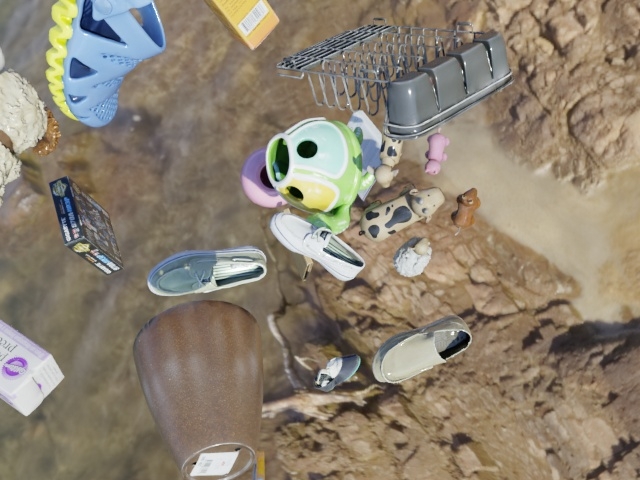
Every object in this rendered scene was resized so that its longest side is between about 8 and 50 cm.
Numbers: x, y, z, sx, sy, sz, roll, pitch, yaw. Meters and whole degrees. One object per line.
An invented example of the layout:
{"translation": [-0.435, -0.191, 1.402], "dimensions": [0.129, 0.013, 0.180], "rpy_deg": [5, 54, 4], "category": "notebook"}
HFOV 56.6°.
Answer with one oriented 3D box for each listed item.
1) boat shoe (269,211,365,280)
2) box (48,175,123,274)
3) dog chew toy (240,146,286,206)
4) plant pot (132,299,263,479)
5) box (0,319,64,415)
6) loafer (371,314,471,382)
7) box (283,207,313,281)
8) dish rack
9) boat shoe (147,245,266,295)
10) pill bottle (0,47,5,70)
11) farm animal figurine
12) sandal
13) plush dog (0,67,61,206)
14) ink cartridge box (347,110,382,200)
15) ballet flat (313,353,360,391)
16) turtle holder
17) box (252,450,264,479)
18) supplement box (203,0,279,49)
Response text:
{"translation": [0.000, 0.000, 1.286], "dimensions": [0.076, 0.226, 0.083], "rpy_deg": [-39, 24, 51], "category": "boat shoe"}
{"translation": [-0.563, -0.031, 1.441], "dimensions": [0.051, 0.220, 0.175], "rpy_deg": [-23, 68, -2], "category": "box"}
{"translation": [-0.176, -0.219, 2.081], "dimensions": [0.207, 0.332, 0.206], "rpy_deg": [0, 94, -7], "category": "dog chew toy"}
{"translation": [-0.178, 0.250, 0.933], "dimensions": [0.215, 0.215, 0.230], "rpy_deg": [-30, 43, 6], "category": "plant pot"}
{"translation": [-0.465, 0.097, 0.736], "dimensions": [0.324, 0.067, 0.063], "rpy_deg": [29, 56, 14], "category": "box"}
{"translation": [0.248, 0.260, 1.428], "dimensions": [0.269, 0.092, 0.101], "rpy_deg": [-27, 99, -13], "category": "loafer"}
{"translation": [-0.080, 0.017, 1.925], "dimensions": [0.021, 0.164, 0.201], "rpy_deg": [-20, 72, -15], "category": "box"}
{"translation": [0.084, -0.224, 0.772], "dimensions": [0.208, 0.074, 0.272], "rpy_deg": [-32, 37, -29], "category": "dish rack"}
{"translation": [-0.282, 0.077, 1.493], "dimensions": [0.303, 0.109, 0.094], "rpy_deg": [-14, 20, -11], "category": "boat shoe"}
{"translation": [-0.511, -0.191, 0.706], "dimensions": [0.131, 0.131, 0.229], "rpy_deg": [24, 64, 29], "category": "pill bottle"}
{"translation": [0.210, -0.108, 1.441], "dimensions": [0.330, 0.172, 0.327], "rpy_deg": [45, 115, 1], "category": "farm animal figurine"}
{"translation": [-0.263, -0.265, 0.757], "dimensions": [0.138, 0.317, 0.126], "rpy_deg": [18, 50, -10], "category": "sandal"}
{"translation": [-0.505, -0.156, 0.868], "dimensions": [0.211, 0.262, 0.225], "rpy_deg": [17, 71, 32], "category": "plush dog"}
{"translation": [0.145, -0.288, 2.027], "dimensions": [0.045, 0.223, 0.224], "rpy_deg": [-14, 61, -34], "category": "ink cartridge box"}
{"translation": [0.038, 0.380, 1.708], "dimensions": [0.203, 0.074, 0.074], "rpy_deg": [-51, 46, 45], "category": "ballet flat"}
{"translation": [-0.022, -0.167, 1.567], "dimensions": [0.243, 0.228, 0.320], "rpy_deg": [12, 98, 51], "category": "turtle holder"}
{"translation": [-0.178, 0.681, 1.700], "dimensions": [0.028, 0.081, 0.136], "rpy_deg": [6, 25, -11], "category": "box"}
{"translation": [-0.162, -0.418, 0.959], "dimensions": [0.080, 0.233, 0.078], "rpy_deg": [-47, 57, -2], "category": "supplement box"}
